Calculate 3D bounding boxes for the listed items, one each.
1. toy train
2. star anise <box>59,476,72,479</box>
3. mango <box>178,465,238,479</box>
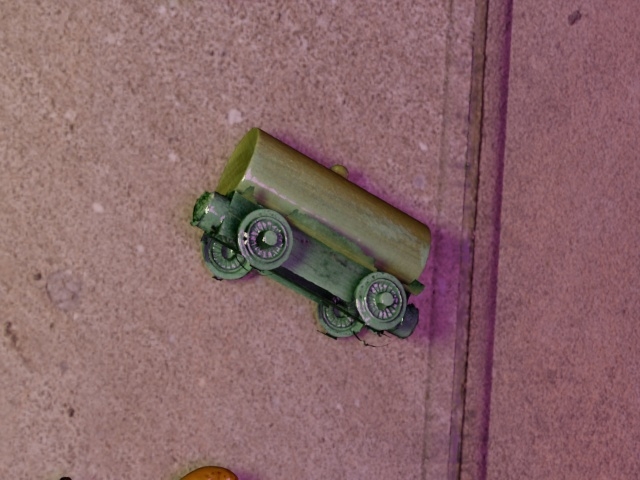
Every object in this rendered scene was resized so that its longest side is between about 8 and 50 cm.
[{"bbox_3d":[0.004,-0.002,1.371,0.307,0.126,0.189,29,78,-20],"label":"toy train"},{"bbox_3d":[-0.314,0.373,1.243,0.272,0.102,0.272,-1,92,-22],"label":"star anise"},{"bbox_3d":[-0.147,0.301,1.337,0.127,0.063,0.077,-28,105,-16],"label":"mango"}]
